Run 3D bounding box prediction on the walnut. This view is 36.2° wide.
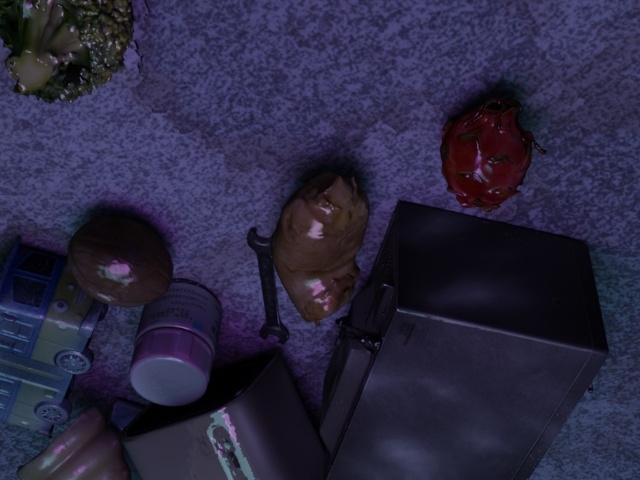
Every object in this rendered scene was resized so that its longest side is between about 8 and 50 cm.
[{"bbox_3d":[-0.303,0.032,1.483,0.162,0.140,0.140,12,132,-20],"label":"walnut"}]

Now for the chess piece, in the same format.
[{"bbox_3d":[-0.346,0.459,1.678,0.330,0.182,0.182,48,122,0],"label":"chess piece"}]

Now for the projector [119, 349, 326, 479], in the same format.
[{"bbox_3d":[-0.148,0.357,1.626,0.249,0.248,0.249,-21,99,20],"label":"projector"}]

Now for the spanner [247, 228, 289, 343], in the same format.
[{"bbox_3d":[-0.083,0.079,1.586,0.054,0.015,0.254,-1,131,4],"label":"spanner"}]

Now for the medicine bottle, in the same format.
[{"bbox_3d":[-0.232,0.165,1.570,0.135,0.168,0.135,3,131,3],"label":"medicine bottle"}]

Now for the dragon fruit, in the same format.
[{"bbox_3d":[0.222,-0.121,1.322,0.136,0.133,0.165,-28,140,-28],"label":"dragon fruit"}]

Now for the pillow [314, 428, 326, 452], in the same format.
[{"bbox_3d":[-0.073,0.375,1.805,0.171,0.075,0.179,-23,127,22],"label":"pillow"}]

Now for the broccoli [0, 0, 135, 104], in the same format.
[{"bbox_3d":[-0.332,-0.262,1.204,0.198,0.176,0.226,35,110,-19],"label":"broccoli"}]

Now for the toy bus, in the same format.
[{"bbox_3d":[-0.466,0.164,1.599,0.190,0.152,0.312,20,130,-13],"label":"toy bus"}]

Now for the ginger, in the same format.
[{"bbox_3d":[0.000,0.000,1.422,0.152,0.138,0.267,33,138,34],"label":"ginger"}]

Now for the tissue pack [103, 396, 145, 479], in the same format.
[{"bbox_3d":[-0.304,0.412,1.846,0.263,0.089,0.177,24,126,-17],"label":"tissue pack"}]

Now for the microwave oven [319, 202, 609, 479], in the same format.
[{"bbox_3d":[0.195,0.198,1.524,0.375,0.236,0.432,12,131,-7],"label":"microwave oven"}]
